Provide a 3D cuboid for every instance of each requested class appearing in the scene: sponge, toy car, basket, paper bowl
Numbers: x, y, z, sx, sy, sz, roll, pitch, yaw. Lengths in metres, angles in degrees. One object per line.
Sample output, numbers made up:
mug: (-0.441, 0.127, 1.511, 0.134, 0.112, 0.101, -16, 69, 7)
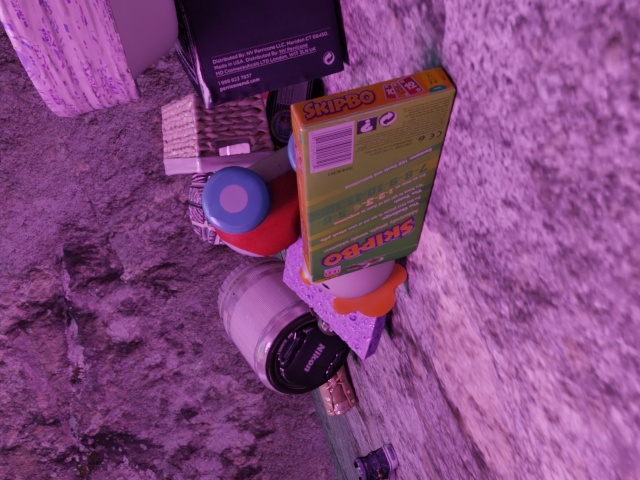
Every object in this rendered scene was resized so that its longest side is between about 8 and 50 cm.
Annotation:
sponge: (0.017, 0.075, 0.926, 0.210, 0.031, 0.117, 40, 137, 33)
toy car: (0.000, 0.000, 0.727, 0.237, 0.210, 0.219, 60, -179, 0)
basket: (-0.150, -0.149, 0.831, 0.167, 0.113, 0.103, 8, 107, 60)
paper bowl: (-0.239, -0.279, 0.598, 0.284, 0.148, 0.284, 162, 90, -79)

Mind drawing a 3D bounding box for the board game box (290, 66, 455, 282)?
board game box: (0.042, -0.042, 0.557, 0.259, 0.124, 0.039, 87, 165, -57)

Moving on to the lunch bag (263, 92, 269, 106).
lunch bag: (-0.101, -0.159, 1.275, 0.293, 0.120, 0.258, 97, 150, -71)

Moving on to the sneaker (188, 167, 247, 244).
sneaker: (-0.140, -0.125, 0.989, 0.110, 0.107, 0.275, -30, -44, -77)

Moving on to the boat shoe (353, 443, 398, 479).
boat shoe: (0.112, 0.482, 1.267, 0.183, 0.083, 0.065, 86, 164, -56)

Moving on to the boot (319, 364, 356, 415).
boot: (0.027, 0.329, 1.456, 0.262, 0.095, 0.203, 148, 105, -83)

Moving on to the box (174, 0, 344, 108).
box: (-0.115, -0.357, 0.725, 0.296, 0.183, 0.293, -125, 19, -56)

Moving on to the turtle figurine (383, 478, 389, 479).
turtle figurine: (0.179, 0.449, 0.789, 0.269, 0.087, 0.217, 39, 154, 59)

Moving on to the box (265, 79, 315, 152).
box: (-0.070, -0.121, 0.954, 0.216, 0.060, 0.269, -177, 96, -80)

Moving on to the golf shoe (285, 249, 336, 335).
golf shoe: (-0.003, 0.034, 1.075, 0.120, 0.105, 0.272, -104, 1, -73)

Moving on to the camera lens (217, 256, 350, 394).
camera lens: (-0.079, 0.178, 1.282, 0.274, 0.219, 0.219, 38, 147, 51)
